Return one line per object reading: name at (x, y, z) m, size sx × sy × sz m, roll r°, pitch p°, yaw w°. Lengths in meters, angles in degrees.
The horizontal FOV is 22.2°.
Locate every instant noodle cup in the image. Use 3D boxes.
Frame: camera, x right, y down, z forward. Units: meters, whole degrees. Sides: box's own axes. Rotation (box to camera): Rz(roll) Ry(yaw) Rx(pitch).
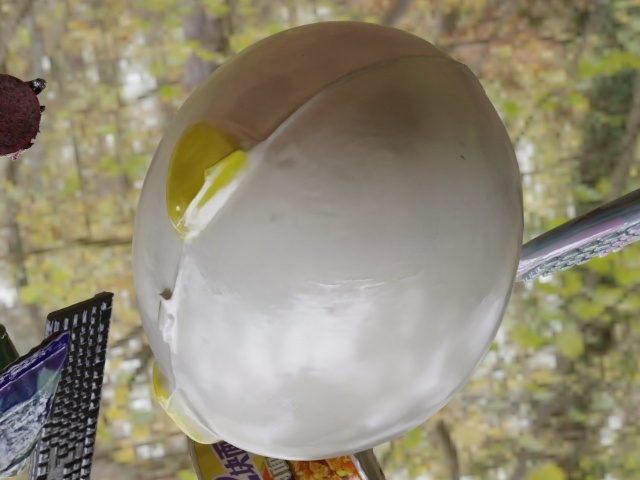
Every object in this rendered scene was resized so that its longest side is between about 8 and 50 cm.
instant noodle cup at (-0.032, 0.257, 1.867) m, size 0.174 × 0.213 × 0.213 m, roll -24°, pitch -170°, yaw 6°

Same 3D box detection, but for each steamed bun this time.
steamed bun at (0.004, 0.004, 1.330) m, size 0.334 × 0.373 × 0.334 m, roll 5°, pitch -143°, yaw -4°

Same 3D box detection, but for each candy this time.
candy at (-0.324, 0.187, 1.600) m, size 0.145 × 0.070 × 0.275 m, roll -39°, pitch 169°, yaw -38°

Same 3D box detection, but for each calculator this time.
calculator at (0.326, -0.022, 1.722) m, size 0.299 × 0.041 × 0.185 m, roll -22°, pitch 170°, yaw -8°

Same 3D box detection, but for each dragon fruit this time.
dragon fruit at (-0.395, -0.145, 1.952) m, size 0.112 × 0.126 × 0.068 m, roll 22°, pitch 162°, yaw -23°

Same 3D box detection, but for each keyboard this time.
keyboard at (-0.278, 0.201, 1.798) m, size 0.018 × 0.309 × 0.101 m, roll 27°, pitch -150°, yaw 29°

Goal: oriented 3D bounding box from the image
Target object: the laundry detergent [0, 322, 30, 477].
laundry detergent at (-0.401, 0.177, 1.915) m, size 0.137 × 0.210 × 0.063 m, roll 8°, pitch -152°, yaw 4°
